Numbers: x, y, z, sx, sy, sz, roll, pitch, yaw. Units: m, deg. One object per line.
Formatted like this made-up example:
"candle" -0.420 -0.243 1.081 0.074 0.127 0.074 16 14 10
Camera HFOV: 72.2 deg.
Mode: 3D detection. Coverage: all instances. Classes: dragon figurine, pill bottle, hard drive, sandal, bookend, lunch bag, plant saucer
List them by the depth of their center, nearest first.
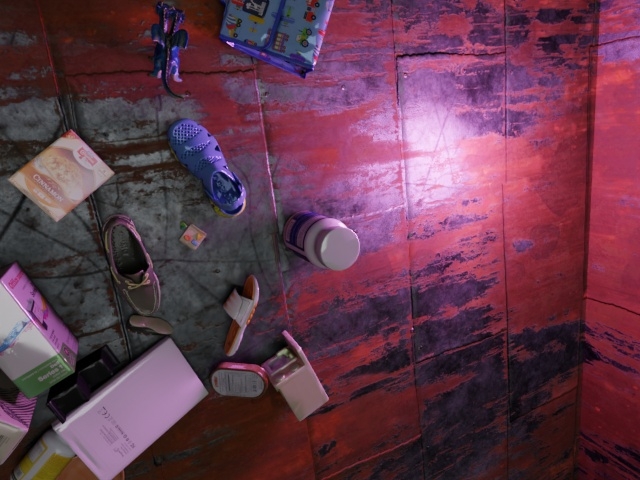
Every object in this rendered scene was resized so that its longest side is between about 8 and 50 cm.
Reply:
"dragon figurine" -0.377 -0.478 1.085 0.085 0.289 0.144 4 137 -24
"bookend" -0.627 0.378 1.173 0.157 0.156 0.072 -31 112 -18
"pill bottle" -0.732 0.582 1.194 0.103 0.103 0.184 45 76 -26
"sandal" -0.301 -0.198 1.219 0.126 0.138 0.317 -40 113 -11
"lunch bag" -0.136 -0.623 1.229 0.293 0.138 0.221 15 95 -15
"hard drive" -0.524 0.476 1.255 0.353 0.047 0.233 -38 116 -30
"plant saucer" -0.684 0.703 1.284 0.200 0.037 0.200 -5 103 -24
"pill bottle" 0.000 0.000 1.332 0.153 0.265 0.153 -6 104 -25
"sandal" -0.264 0.231 1.347 0.076 0.102 0.265 18 95 -30

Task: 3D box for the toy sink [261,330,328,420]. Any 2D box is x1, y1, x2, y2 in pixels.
"toy sink" -0.099 0.444 1.445 0.131 0.153 0.234 -32 114 -16

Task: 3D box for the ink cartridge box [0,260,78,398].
"ink cartridge box" -0.724 0.208 1.063 0.117 0.201 0.278 -32 112 -17

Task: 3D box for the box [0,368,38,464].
"box" -0.757 0.398 1.047 0.113 0.275 0.094 39 83 -28

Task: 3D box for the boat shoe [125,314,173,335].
"boat shoe" -0.497 0.252 1.275 0.133 0.049 0.042 23 124 -36

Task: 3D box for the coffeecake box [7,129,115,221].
"coffeecake box" -0.641 -0.163 1.099 0.185 0.068 0.142 -45 115 -11

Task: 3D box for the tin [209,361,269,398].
"tin" -0.256 0.440 1.378 0.190 0.040 0.106 1 99 10

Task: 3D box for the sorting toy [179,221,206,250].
"sorting toy" -0.384 -0.016 1.286 0.083 0.012 0.062 40 83 -27

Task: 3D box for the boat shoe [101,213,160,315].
"boat shoe" -0.515 0.080 1.199 0.109 0.091 0.305 -19 109 -21
